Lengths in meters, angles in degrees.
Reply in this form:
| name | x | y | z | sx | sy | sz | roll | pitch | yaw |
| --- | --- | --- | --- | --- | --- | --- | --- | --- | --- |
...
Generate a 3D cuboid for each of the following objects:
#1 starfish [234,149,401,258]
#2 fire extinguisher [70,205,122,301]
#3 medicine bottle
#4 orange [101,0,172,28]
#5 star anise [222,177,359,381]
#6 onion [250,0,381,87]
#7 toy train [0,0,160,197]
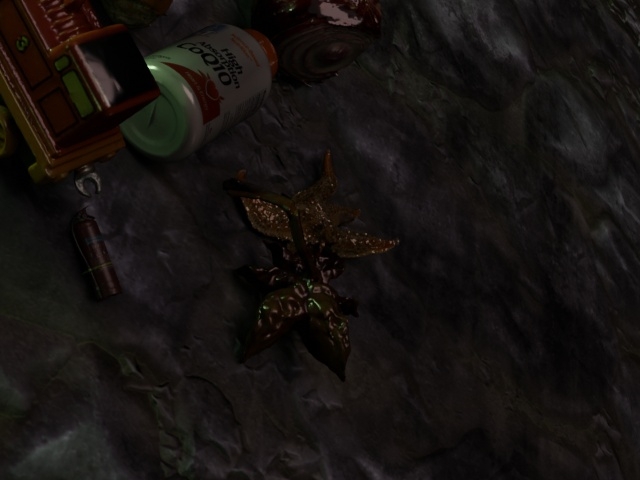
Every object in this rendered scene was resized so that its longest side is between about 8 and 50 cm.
| name | x | y | z | sx | sy | sz | roll | pitch | yaw |
| --- | --- | --- | --- | --- | --- | --- | --- | --- | --- |
| starfish | 0.015 | -0.015 | 1.857 | 0.293 | 0.084 | 0.301 | -27 | 88 | -51 |
| fire extinguisher | -0.310 | 0.016 | 1.500 | 0.056 | 0.039 | 0.132 | -14 | 82 | -61 |
| medicine bottle | -0.177 | -0.239 | 1.694 | 0.157 | 0.157 | 0.288 | 58 | 39 | -9 |
| orange | -0.278 | -0.397 | 1.675 | 0.134 | 0.156 | 0.156 | 37 | 42 | -2 |
| star anise | -0.054 | 0.057 | 1.674 | 0.237 | 0.148 | 0.346 | -31 | 101 | -26 |
| onion | -0.026 | -0.409 | 1.923 | 0.207 | 0.216 | 0.206 | 13 | 58 | -37 |
| toy train | -0.358 | -0.233 | 1.423 | 0.163 | 0.231 | 0.369 | -35 | 99 | -55 |
